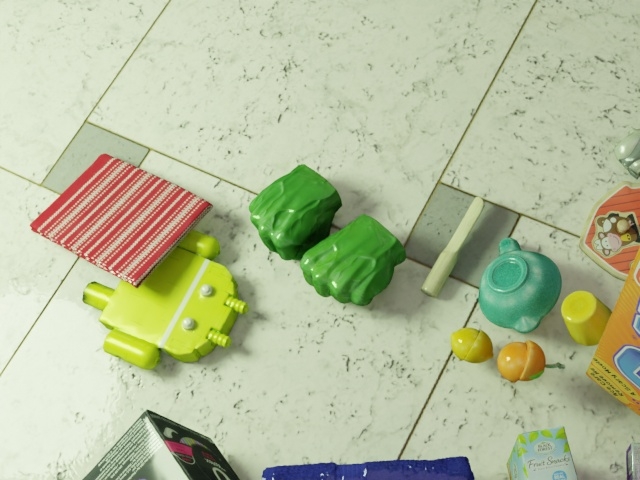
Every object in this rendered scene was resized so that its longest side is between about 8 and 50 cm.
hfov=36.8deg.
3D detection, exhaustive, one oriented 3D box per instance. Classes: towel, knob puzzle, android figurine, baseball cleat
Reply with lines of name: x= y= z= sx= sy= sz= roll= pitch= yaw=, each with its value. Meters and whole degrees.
towel: x=-0.340 y=-0.039 z=1.628 sx=0.275 sy=0.031 sz=0.199 roll=25 pitch=62 yaw=31
knob puzzle: x=0.508 y=-0.014 z=1.522 sx=0.213 sy=0.030 sz=0.213 roll=-3 pitch=65 yaw=7
android figurine: x=-0.249 y=0.095 z=1.576 sx=0.273 sy=0.056 sz=0.248 roll=22 pitch=69 yaw=20
baseball cleat: x=0.584 y=-0.169 z=1.566 sx=0.206 sy=0.072 sz=0.109 roll=-34 pitch=63 yaw=4
towel: x=0.072 y=0.427 z=1.362 sx=0.308 sy=0.076 sz=0.227 roll=-5 pitch=71 yaw=6

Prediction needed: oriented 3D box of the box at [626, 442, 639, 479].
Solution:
box: x=0.521 y=0.428 z=1.293 sx=0.201 sy=0.057 sz=0.293 roll=2 pitch=65 yaw=10

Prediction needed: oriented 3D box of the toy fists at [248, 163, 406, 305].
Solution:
toy fists: x=0.000 y=0.000 z=1.562 sx=0.142 sy=0.096 sz=0.279 roll=-38 pitch=63 yaw=-21

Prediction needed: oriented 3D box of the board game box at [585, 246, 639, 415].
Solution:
board game box: x=0.619 y=0.090 z=1.230 sx=0.356 sy=0.356 sz=0.356 roll=38 pitch=67 yaw=24

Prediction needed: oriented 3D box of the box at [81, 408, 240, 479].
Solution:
box: x=-0.179 y=0.387 z=1.316 sx=0.143 sy=0.165 sz=0.270 roll=-47 pitch=51 yaw=3

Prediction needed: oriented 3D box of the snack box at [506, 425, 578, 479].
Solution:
snack box: x=0.310 y=0.374 z=1.287 sx=0.070 sy=0.174 sz=0.207 roll=-9 pitch=63 yaw=1

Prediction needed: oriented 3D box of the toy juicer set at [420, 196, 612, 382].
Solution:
toy juicer set: x=0.276 y=0.096 z=1.483 sx=0.209 sy=0.089 sz=0.329 roll=-44 pitch=44 yaw=2
